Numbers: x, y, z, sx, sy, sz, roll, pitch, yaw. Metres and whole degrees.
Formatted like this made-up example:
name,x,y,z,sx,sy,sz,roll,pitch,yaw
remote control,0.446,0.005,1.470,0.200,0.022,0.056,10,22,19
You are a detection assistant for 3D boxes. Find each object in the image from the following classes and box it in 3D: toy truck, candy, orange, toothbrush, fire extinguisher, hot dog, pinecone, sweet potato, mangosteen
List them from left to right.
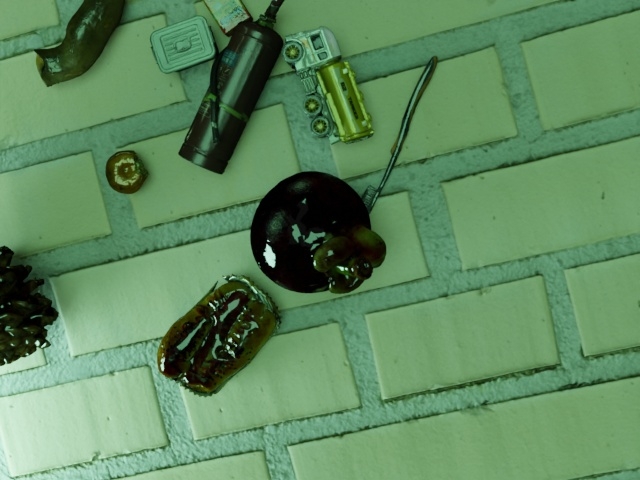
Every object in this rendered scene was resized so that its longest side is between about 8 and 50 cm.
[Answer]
name,x,y,z,sx,sy,sz,roll,pitch,yaw
pinecone,-0.632,0.127,1.476,0.244,0.243,0.257,-3,90,6
sweet potato,-0.449,-0.414,1.476,0.112,0.085,0.285,33,97,7
orange,-0.378,-0.131,1.507,0.086,0.062,0.086,1,85,-7
hot dog,-0.199,0.188,1.507,0.162,0.082,0.270,45,97,-1
candy,-0.187,-0.454,1.466,0.062,0.038,0.122,-32,91,8
fire extinguisher,-0.153,-0.293,1.435,0.105,0.141,0.341,22,99,-24
mangosteen,0.000,0.000,1.383,0.265,0.228,0.228,39,100,40
toy truck,0.014,-0.282,1.433,0.114,0.098,0.226,-21,95,4
toothbrush,0.151,-0.198,1.462,0.031,0.023,0.321,26,98,0

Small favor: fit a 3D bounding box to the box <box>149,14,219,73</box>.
name,x,y,z,sx,sy,sz,roll,pitch,yaw
box,-0.253,-0.368,1.467,0.122,0.069,0.084,-17,95,8
